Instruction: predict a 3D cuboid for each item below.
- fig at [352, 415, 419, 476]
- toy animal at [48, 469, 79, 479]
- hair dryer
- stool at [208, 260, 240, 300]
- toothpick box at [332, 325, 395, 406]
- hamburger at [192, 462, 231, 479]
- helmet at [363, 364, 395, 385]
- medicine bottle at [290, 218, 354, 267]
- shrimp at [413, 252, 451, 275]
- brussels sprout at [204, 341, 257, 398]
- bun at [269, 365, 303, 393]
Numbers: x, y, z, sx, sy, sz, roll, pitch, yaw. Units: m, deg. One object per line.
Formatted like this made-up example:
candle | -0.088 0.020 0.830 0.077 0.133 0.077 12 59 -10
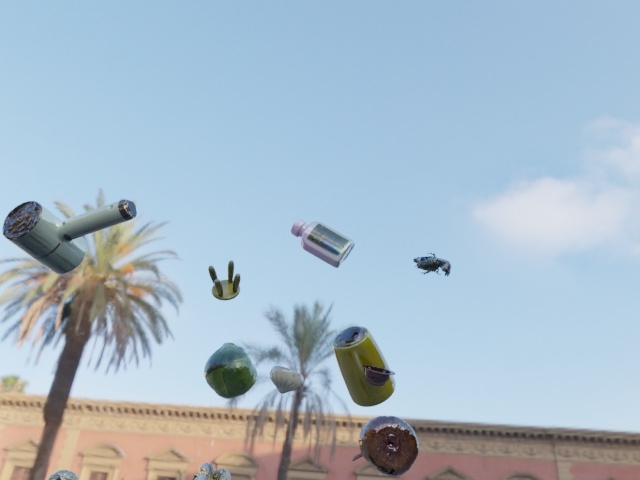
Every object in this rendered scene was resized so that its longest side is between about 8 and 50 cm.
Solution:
fig | 0.156 0.521 1.499 0.146 0.134 0.201 48 -30 17
toy animal | -0.790 0.771 1.849 0.098 0.098 0.137 3 -57 3
hair dryer | -0.645 -0.040 1.633 0.362 0.128 0.203 -17 -37 12
stool | -0.364 0.156 2.298 0.134 0.135 0.110 14 -50 16
toothpick box | 0.150 0.446 2.170 0.175 0.175 0.271 -14 -69 26
hamburger | -0.355 0.798 1.882 0.113 0.185 0.177 42 -90 -18
helmet | 0.193 0.463 2.031 0.111 0.057 0.089 13 -1 4
medicine bottle | 0.000 0.000 2.122 0.219 0.115 0.078 30 -32 13
shrimp | 0.395 0.088 2.080 0.174 0.076 0.082 12 -51 56
brussels sprout | -0.408 0.579 2.700 0.220 0.271 0.210 -29 -62 6
bun | -0.140 0.553 2.355 0.138 0.094 0.138 18 -20 7
